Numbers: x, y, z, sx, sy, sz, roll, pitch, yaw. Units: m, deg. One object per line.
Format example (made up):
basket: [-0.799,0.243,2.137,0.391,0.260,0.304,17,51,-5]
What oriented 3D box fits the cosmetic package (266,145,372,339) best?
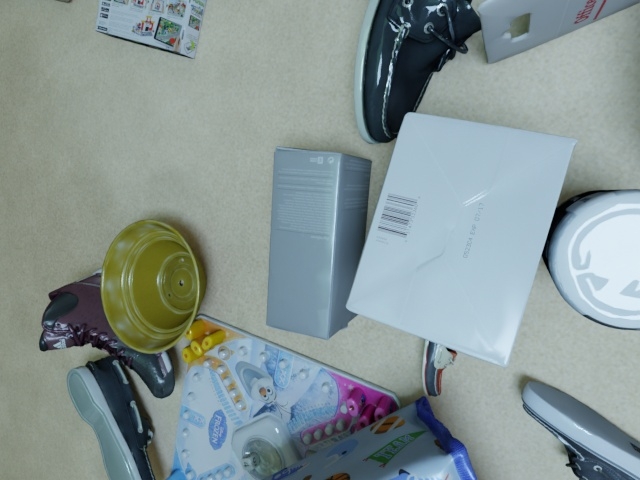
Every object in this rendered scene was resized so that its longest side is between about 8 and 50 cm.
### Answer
cosmetic package: [0.000,0.000,0.583,0.107,0.127,0.238,10,98,23]

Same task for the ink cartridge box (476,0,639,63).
ink cartridge box: [0.304,-0.304,0.364,0.353,0.207,0.119,-18,90,25]

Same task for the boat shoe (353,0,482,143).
boat shoe: [0.139,-0.273,0.489,0.113,0.127,0.341,22,95,33]

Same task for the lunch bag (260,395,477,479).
lunch bag: [0.087,0.442,0.488,0.327,0.239,0.386,-29,85,1]

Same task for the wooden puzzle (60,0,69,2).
wooden puzzle: [-0.584,-0.657,0.800,0.347,0.080,0.323,22,105,21]

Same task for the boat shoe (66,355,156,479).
boat shoe: [-0.372,0.362,0.808,0.114,0.091,0.303,-33,81,34]

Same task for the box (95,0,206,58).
box: [-0.292,-0.392,0.721,0.206,0.036,0.114,23,105,21]

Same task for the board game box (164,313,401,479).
board game box: [-0.097,0.368,0.709,0.389,0.050,0.391,16,102,22]

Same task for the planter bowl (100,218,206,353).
planter bowl: [-0.265,0.076,0.725,0.217,0.090,0.218,-1,87,24]

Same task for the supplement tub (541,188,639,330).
supplement tub: [0.284,0.008,0.418,0.116,0.190,0.117,3,98,23]

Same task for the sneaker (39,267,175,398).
sneaker: [-0.387,0.184,0.742,0.281,0.162,0.106,49,133,20]

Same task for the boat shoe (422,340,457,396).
boat shoe: [0.162,0.145,0.569,0.043,0.049,0.137,4,93,22]

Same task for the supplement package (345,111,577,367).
supplement package: [0.148,0.003,0.453,0.149,0.203,0.194,18,89,22]

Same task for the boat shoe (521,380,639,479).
boat shoe: [0.331,0.258,0.491,0.228,0.080,0.076,31,106,11]
